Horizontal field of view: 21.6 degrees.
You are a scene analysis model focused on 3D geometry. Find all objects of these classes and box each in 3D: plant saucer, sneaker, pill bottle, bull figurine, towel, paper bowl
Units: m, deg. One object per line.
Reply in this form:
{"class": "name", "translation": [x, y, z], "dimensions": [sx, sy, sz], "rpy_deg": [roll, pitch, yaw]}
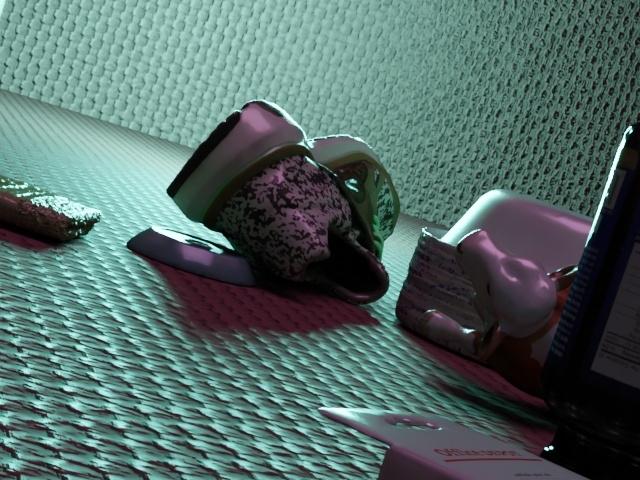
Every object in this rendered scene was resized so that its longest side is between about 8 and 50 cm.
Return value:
{"class": "plant saucer", "translation": [-0.109, 0.011, 1.463], "dimensions": [0.119, 0.021, 0.119], "rpy_deg": [18, 5, -2]}
{"class": "sneaker", "translation": [0.000, 0.000, 1.619], "dimensions": [0.182, 0.158, 0.410], "rpy_deg": [53, 15, 17]}
{"class": "pill bottle", "translation": [0.195, 0.053, 0.937], "dimensions": [0.123, 0.219, 0.123], "rpy_deg": [18, 5, -2]}
{"class": "bull figurine", "translation": [0.193, 0.079, 1.275], "dimensions": [0.310, 0.101, 0.188], "rpy_deg": [28, -2, -28]}
{"class": "towel", "translation": [-0.241, -0.027, 1.374], "dimensions": [0.110, 0.027, 0.148], "rpy_deg": [19, 4, 1]}
{"class": "paper bowl", "translation": [0.223, 0.048, 1.546], "dimensions": [0.284, 0.148, 0.284], "rpy_deg": [19, 4, -2]}

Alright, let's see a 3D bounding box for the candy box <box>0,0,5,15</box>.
{"class": "candy box", "translation": [-0.368, -0.249, 1.683], "dimensions": [0.087, 0.316, 0.183], "rpy_deg": [17, 5, -5]}

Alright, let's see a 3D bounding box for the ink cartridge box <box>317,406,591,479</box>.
{"class": "ink cartridge box", "translation": [0.085, 0.125, 0.647], "dimensions": [0.181, 0.061, 0.104], "rpy_deg": [22, 6, 34]}
